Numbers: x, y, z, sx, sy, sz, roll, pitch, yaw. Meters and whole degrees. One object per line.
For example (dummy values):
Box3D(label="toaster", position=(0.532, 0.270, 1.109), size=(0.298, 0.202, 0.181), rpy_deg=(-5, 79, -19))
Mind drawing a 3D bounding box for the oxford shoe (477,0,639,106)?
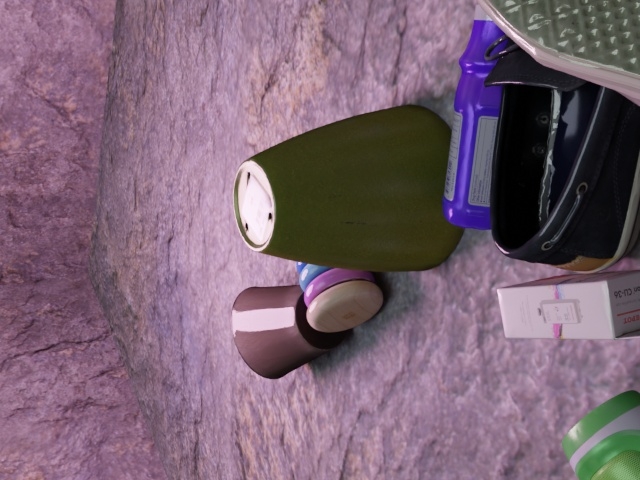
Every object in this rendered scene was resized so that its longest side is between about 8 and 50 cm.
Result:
Box3D(label="oxford shoe", position=(0.297, -0.184, 0.603), size=(0.449, 0.130, 0.169), rpy_deg=(42, 103, 30))

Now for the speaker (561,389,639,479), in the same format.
Box3D(label="speaker", position=(0.395, 0.309, 0.738), size=(0.297, 0.131, 0.131), rpy_deg=(56, 140, 35))

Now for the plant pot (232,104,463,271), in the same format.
Box3D(label="plant pot", position=(0.026, -0.068, 1.078), size=(0.274, 0.293, 0.275), rpy_deg=(18, 111, 55))

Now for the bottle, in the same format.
Box3D(label="bottle", position=(0.220, -0.161, 0.918), size=(0.092, 0.118, 0.283), rpy_deg=(7, 107, 11))

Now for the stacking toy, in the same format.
Box3D(label="stacking toy", position=(0.000, 0.000, 1.311), size=(0.141, 0.141, 0.330), rpy_deg=(-59, 42, 45))

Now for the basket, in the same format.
Box3D(label="basket", position=(-0.056, 0.171, 1.405), size=(0.227, 0.154, 0.204), rpy_deg=(-22, 90, 53))

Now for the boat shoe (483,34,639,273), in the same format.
Box3D(label="boat shoe", position=(0.276, -0.202, 0.771), size=(0.187, 0.155, 0.501), rpy_deg=(-149, 57, -63))

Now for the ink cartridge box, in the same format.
Box3D(label="ink cartridge box", position=(0.321, 0.073, 0.811), size=(0.198, 0.115, 0.067), rpy_deg=(-10, 88, 57))
